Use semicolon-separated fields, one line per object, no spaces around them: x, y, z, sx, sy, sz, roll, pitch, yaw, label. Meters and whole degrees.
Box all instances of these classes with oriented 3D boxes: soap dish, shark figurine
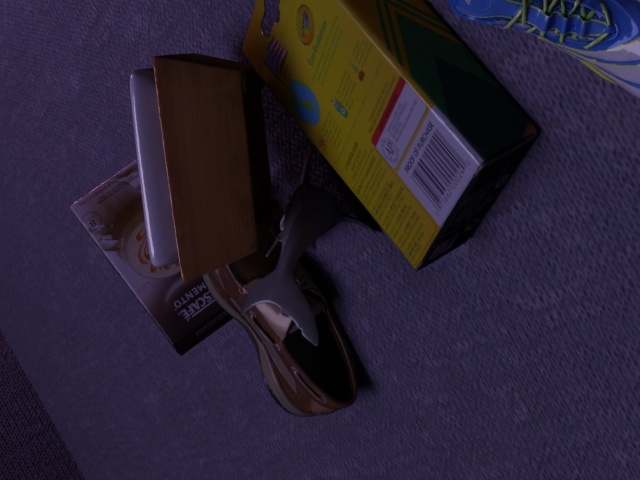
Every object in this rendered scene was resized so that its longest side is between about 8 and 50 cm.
-0.120;-0.092;1.374;0.291;0.118;0.229;-78;-17;-81;soap dish
0.004;-0.007;1.413;0.116;0.278;0.166;21;111;-2;shark figurine

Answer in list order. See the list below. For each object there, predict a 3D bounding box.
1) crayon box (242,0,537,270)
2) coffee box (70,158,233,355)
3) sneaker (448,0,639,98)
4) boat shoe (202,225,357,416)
0.055;-0.152;1.245;0.318;0.081;0.202;52;151;16;crayon box
-0.216;0.019;1.747;0.246;0.141;0.098;51;170;12;coffee box
0.174;-0.178;0.979;0.240;0.126;0.091;48;149;24;sneaker
-0.042;0.081;1.592;0.120;0.122;0.324;-5;119;54;boat shoe
